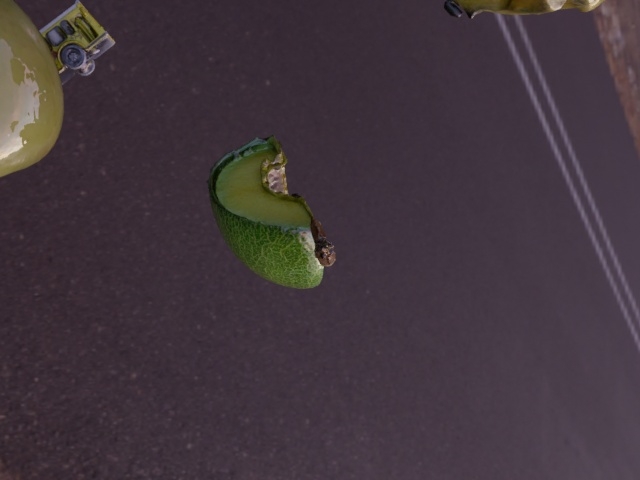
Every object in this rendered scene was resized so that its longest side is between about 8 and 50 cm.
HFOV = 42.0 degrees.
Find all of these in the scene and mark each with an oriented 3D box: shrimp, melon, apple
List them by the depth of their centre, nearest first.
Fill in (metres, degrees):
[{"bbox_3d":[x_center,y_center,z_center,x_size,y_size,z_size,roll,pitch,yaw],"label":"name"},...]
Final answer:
[{"bbox_3d":[0.000,0.000,0.931,0.108,0.023,0.059,94,-23,-84],"label":"shrimp"},{"bbox_3d":[-0.432,-0.174,0.949,0.279,0.279,0.279,14,73,-57],"label":"apple"},{"bbox_3d":[-0.084,-0.016,1.190,0.265,0.129,0.169,-118,-162,-53],"label":"melon"}]

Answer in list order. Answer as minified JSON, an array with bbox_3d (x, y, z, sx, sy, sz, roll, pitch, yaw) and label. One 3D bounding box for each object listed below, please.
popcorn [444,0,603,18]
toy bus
[{"bbox_3d":[0.255,-0.385,1.045,0.252,0.286,0.215,11,86,-47],"label":"popcorn"},{"bbox_3d":[-0.384,-0.223,1.125,0.074,0.226,0.081,52,0,-4],"label":"toy bus"}]
